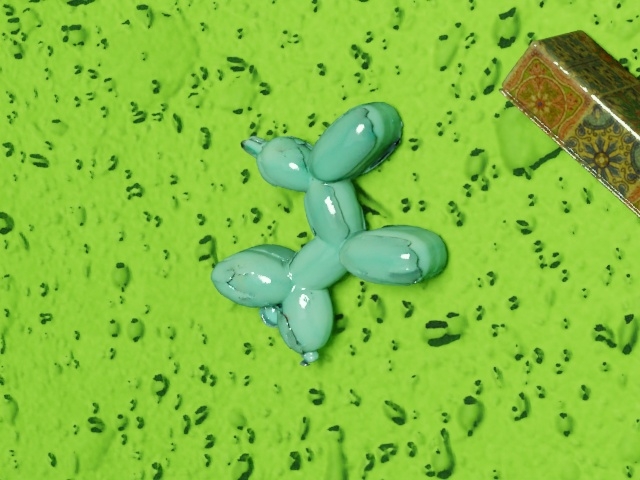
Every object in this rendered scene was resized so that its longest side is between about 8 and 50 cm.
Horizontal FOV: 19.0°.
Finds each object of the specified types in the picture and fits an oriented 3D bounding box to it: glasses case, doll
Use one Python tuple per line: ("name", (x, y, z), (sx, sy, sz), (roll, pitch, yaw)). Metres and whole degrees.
("glasses case", (0.205, -0.035, 1.130), (0.218, 0.075, 0.049), (44, 119, 15))
("doll", (0.000, 0.000, 1.260), (0.158, 0.059, 0.159), (-13, 94, 28))
